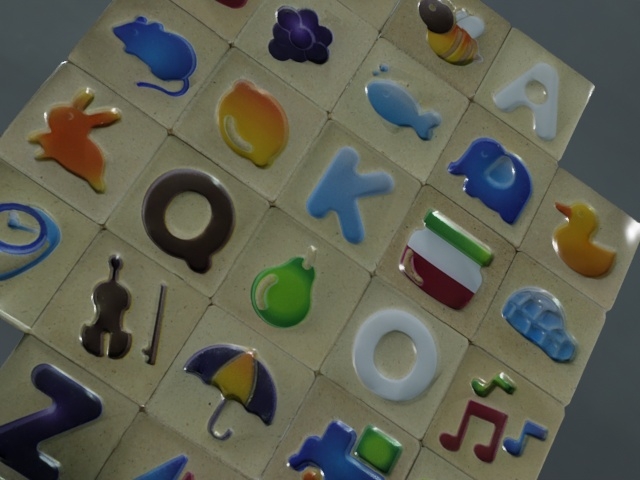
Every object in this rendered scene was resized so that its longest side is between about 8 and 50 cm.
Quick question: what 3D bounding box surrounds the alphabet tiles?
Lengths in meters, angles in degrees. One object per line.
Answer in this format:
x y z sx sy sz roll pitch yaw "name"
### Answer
0.000 0.000 0.563 0.285 0.011 0.343 34 62 -7 "alphabet tiles"
